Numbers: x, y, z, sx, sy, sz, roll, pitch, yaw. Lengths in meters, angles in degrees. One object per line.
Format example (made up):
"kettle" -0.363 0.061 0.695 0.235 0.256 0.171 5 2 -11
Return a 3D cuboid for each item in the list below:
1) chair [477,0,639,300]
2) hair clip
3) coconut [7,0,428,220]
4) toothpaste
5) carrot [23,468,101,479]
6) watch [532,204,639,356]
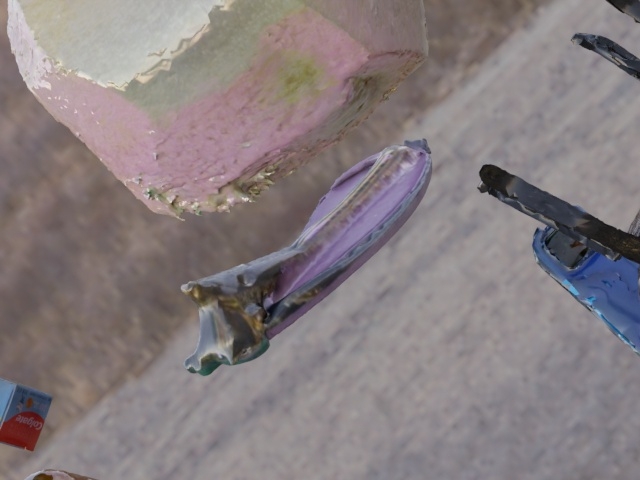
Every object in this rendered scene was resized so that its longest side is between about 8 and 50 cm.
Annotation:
"chair" 0.203 -0.030 1.039 0.174 0.213 0.149 -59 0 -1
"hair clip" 0.002 0.000 1.737 0.358 0.095 0.110 -38 -9 -38
"coconut" -0.050 -0.151 1.159 0.245 0.233 0.233 -36 11 19
"toothpaste" -0.289 0.096 1.313 0.070 0.193 0.044 33 -105 -61
"carrot" -0.154 0.256 1.321 0.159 0.225 0.159 -23 37 18
"watch" 0.296 0.098 1.326 0.068 0.274 0.276 -53 -28 10
